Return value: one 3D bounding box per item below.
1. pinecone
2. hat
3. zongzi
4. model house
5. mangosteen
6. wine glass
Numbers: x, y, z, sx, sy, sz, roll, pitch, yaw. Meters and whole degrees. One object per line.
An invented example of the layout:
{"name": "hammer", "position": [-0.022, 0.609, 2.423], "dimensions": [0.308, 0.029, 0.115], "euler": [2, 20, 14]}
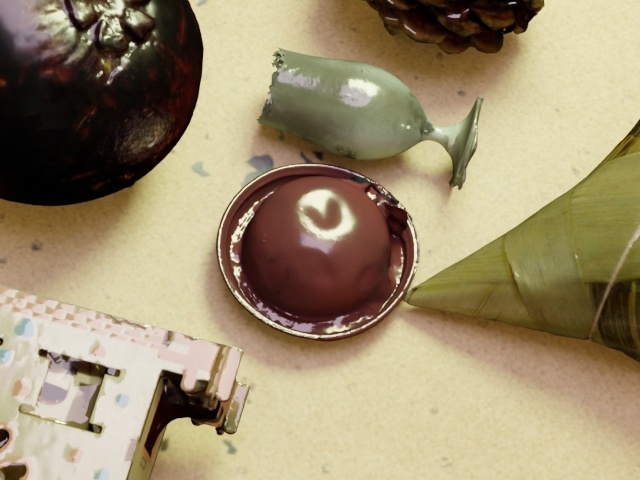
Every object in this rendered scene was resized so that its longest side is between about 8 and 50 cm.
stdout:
{"name": "pinecone", "position": [0.143, -0.311, 1.539], "dimensions": [0.243, 0.257, 0.243], "euler": [14, 66, -36]}
{"name": "hat", "position": [0.000, 0.000, 1.433], "dimensions": [0.205, 0.089, 0.205], "euler": [4, 59, -6]}
{"name": "zongzi", "position": [0.258, -0.043, 1.443], "dimensions": [0.317, 0.154, 0.289], "euler": [10, 72, 9]}
{"name": "model house", "position": [-0.247, 0.179, 1.268], "dimensions": [0.326, 0.169, 0.244], "euler": [15, 67, 3]}
{"name": "mangosteen", "position": [-0.266, -0.166, 1.399], "dimensions": [0.297, 0.293, 0.297], "euler": [35, 37, -32]}
{"name": "wine glass", "position": [0.049, -0.125, 1.506], "dimensions": [0.222, 0.103, 0.103], "euler": [16, 60, 2]}
